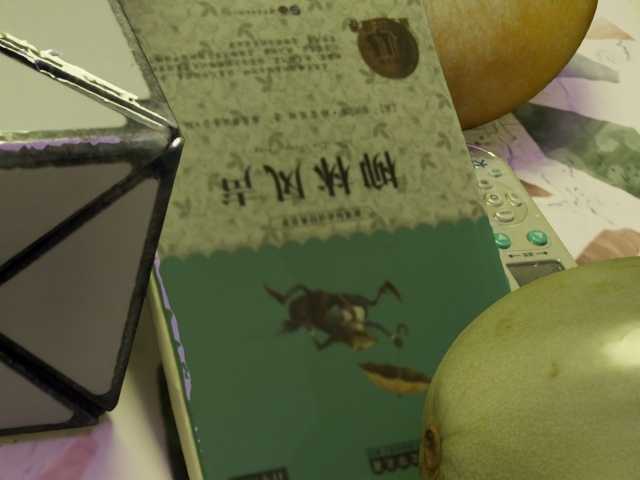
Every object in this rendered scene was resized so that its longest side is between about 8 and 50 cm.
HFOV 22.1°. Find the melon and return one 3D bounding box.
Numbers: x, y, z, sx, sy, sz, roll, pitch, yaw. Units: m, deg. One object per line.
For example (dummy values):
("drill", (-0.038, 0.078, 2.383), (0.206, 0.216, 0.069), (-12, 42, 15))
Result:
("melon", (0.214, 0.132, 0.970), (0.308, 0.272, 0.272), (30, 40, 2))

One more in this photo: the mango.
("mango", (0.070, -0.191, 1.332), (0.384, 0.199, 0.221), (-12, 47, -34))

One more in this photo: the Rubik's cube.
("Rubik's cube", (-0.251, -0.041, 0.991), (0.255, 0.259, 0.260), (-4, 47, -24))

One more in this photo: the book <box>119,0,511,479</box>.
("book", (0.000, 0.000, 1.087), (0.264, 0.031, 0.379), (-8, 73, -28))

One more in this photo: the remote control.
("remote control", (0.142, 0.005, 1.256), (0.078, 0.042, 0.221), (-4, 45, -27))
